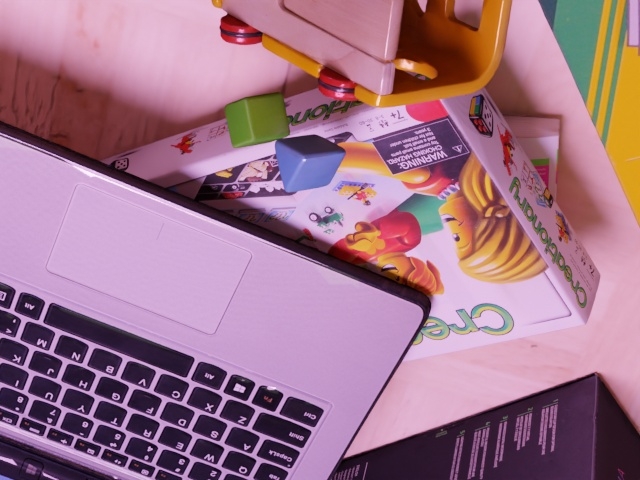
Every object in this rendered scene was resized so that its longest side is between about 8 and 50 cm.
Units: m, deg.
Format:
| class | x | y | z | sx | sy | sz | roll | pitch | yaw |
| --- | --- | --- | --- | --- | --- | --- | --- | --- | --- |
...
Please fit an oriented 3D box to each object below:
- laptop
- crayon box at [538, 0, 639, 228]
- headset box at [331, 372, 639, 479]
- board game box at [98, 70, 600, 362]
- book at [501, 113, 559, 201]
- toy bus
| class | x | y | z | sx | sy | sz | roll | pitch | yaw |
| --- | --- | --- | --- | --- | --- | --- | --- | --- | --- |
| laptop | -0.192 | 0.173 | 1.016 | 0.382 | 0.236 | 0.408 | 22 | 128 | -7 |
| crayon box | 0.304 | -0.158 | 0.841 | 0.363 | 0.106 | 0.313 | -16 | 124 | 23 |
| headset box | 0.112 | 0.251 | 1.129 | 0.283 | 0.246 | 0.131 | -24 | 120 | 26 |
| board game box | 0.000 | 0.000 | 1.040 | 0.305 | 0.053 | 0.193 | -15 | 125 | 35 |
| book | 0.106 | -0.017 | 1.049 | 0.096 | 0.035 | 0.144 | 3 | 131 | 8 |
| toy bus | 0.017 | -0.148 | 0.897 | 0.104 | 0.202 | 0.191 | -11 | 165 | -34 |
